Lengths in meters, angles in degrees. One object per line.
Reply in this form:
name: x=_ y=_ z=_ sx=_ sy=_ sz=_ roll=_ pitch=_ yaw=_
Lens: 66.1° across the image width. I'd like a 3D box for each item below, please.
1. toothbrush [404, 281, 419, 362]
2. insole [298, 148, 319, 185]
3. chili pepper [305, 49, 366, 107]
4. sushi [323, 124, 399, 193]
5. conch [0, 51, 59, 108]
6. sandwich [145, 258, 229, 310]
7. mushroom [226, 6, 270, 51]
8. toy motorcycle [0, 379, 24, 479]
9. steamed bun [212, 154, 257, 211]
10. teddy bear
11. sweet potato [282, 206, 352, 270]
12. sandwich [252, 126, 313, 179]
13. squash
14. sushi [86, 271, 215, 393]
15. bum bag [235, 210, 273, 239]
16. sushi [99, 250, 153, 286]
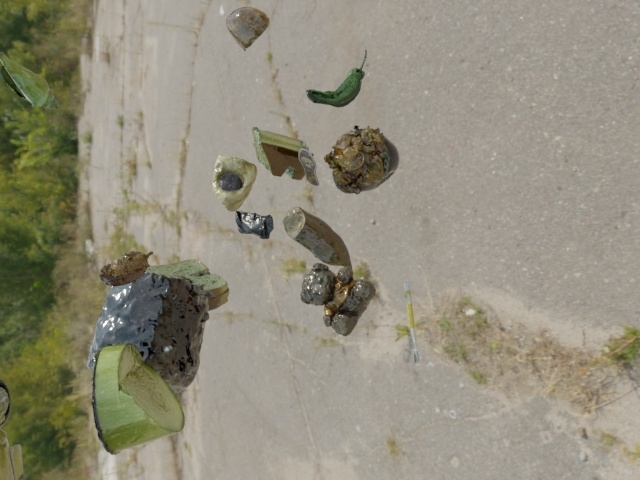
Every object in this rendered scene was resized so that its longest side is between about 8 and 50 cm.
toothbrush: x=0.325 y=0.292 z=1.757 sx=0.024 sy=0.021 sz=0.288 roll=51 pitch=-147 yaw=-77
insole: x=-0.036 y=-0.228 z=1.547 sx=0.065 sy=0.004 sz=0.197 roll=28 pitch=160 yaw=18
chili pepper: x=0.078 y=-0.542 z=1.725 sx=0.065 sy=0.279 sz=0.122 roll=19 pitch=145 yaw=57
sushi: x=0.131 y=-0.260 z=1.584 sx=0.213 sy=0.204 sz=0.200 roll=-40 pitch=86 yaw=21
conch: x=-0.821 y=-0.433 z=1.377 sx=0.095 sy=0.201 sz=0.079 roll=-13 pitch=48 yaw=32
sandwich: x=-0.481 y=0.166 z=1.767 sx=0.273 sy=0.249 sz=0.095 roll=28 pitch=117 yaw=40
mushroom: x=-0.198 y=-0.552 z=1.275 sx=0.072 sy=0.094 sz=0.210 roll=-50 pitch=26 yaw=-6
toy motorcycle: x=-0.553 y=0.390 z=0.772 sx=0.223 sy=0.108 sz=0.340 roll=99 pitch=160 yaw=-78
steamed bun: x=-0.291 y=-0.179 z=1.633 sx=0.172 sy=0.141 sz=0.155 roll=120 pitch=161 yaw=-73
teddy bear: x=0.041 y=0.144 z=1.333 sx=0.140 sy=0.190 sz=0.177 roll=-48 pitch=-17 yaw=-73
sweet potato: x=0.000 y=0.000 z=2.127 sx=0.157 sy=0.370 sz=0.158 roll=-51 pitch=10 yaw=13
sandwich: x=-0.145 y=-0.289 z=1.643 sx=0.122 sy=0.236 sz=0.128 roll=47 pitch=117 yaw=37
squash: x=-0.375 y=0.304 z=0.992 sx=0.220 sy=0.133 sz=0.220 roll=163 pitch=90 yaw=-85
sushi: x=-0.450 y=0.244 z=1.325 sx=0.299 sy=0.282 sz=0.294 roll=121 pitch=162 yaw=-67
bum bag: x=-0.241 y=-0.056 z=1.742 sx=0.198 sy=0.049 sz=0.087 roll=12 pitch=109 yaw=39
sushi: x=-0.386 y=0.053 z=0.982 sx=0.061 sy=0.118 sz=0.060 roll=37 pitch=131 yaw=1
